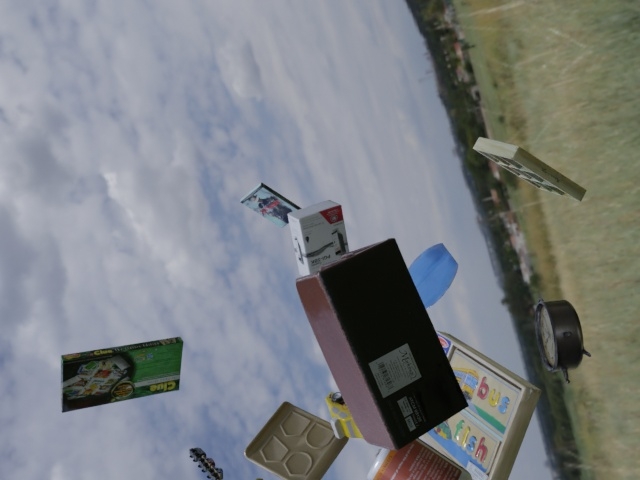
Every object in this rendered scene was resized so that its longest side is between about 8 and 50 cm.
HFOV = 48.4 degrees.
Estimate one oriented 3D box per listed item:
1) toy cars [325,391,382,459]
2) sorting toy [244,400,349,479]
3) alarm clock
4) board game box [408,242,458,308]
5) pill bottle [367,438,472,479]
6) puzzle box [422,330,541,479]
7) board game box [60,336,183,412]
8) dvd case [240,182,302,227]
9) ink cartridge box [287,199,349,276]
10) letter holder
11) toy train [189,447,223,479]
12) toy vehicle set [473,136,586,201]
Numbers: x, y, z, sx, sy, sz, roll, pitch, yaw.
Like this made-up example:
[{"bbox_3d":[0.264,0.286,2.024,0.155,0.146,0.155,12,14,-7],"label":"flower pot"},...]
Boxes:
[{"bbox_3d":[0.138,0.569,1.930,0.393,0.087,0.176,47,150,17],"label":"toy cars"},{"bbox_3d":[-0.092,0.608,1.976,0.307,0.229,0.041,-47,-34,-35],"label":"sorting toy"},{"bbox_3d":[0.437,0.164,1.320,0.192,0.064,0.129,-99,1,-64],"label":"alarm clock"},{"bbox_3d":[0.236,0.083,1.490,0.033,0.133,0.168,35,-166,-24],"label":"board game box"},{"bbox_3d":[0.207,0.461,1.349,0.121,0.216,0.121,-52,-17,-22],"label":"pill bottle"},{"bbox_3d":[0.364,0.415,1.784,0.409,0.052,0.272,28,99,66],"label":"puzzle box"},{"bbox_3d":[-0.431,0.290,1.553,0.030,0.260,0.136,39,126,51],"label":"board game box"},{"bbox_3d":[-0.109,-0.078,1.598,0.119,0.087,0.013,34,-131,-23],"label":"dvd case"},{"bbox_3d":[0.000,0.000,1.419,0.056,0.099,0.135,29,135,60],"label":"ink cartridge box"},{"bbox_3d":[0.077,0.174,1.208,0.301,0.152,0.214,66,155,-1],"label":"letter holder"},{"bbox_3d":[-0.277,0.548,1.741,0.158,0.036,0.027,22,114,54],"label":"toy train"},{"bbox_3d":[0.548,-0.187,1.864,0.267,0.035,0.166,25,-176,-27],"label":"toy vehicle set"}]
